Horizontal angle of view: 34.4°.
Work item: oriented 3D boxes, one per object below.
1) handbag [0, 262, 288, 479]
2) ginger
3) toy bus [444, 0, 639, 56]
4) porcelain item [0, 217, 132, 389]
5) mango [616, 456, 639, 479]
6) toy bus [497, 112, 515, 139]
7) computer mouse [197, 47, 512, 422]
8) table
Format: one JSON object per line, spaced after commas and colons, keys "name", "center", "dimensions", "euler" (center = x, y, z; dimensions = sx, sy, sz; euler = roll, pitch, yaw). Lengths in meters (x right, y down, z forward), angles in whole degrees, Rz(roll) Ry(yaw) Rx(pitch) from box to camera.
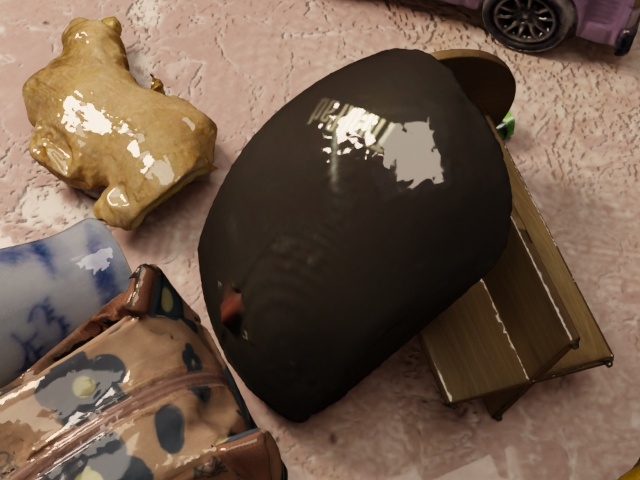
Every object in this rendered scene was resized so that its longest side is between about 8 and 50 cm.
{"name": "handbag", "center": [-0.146, 0.150, 0.620], "dimensions": [0.251, 0.193, 0.190], "euler": [-33, 70, -20]}
{"name": "ginger", "center": [-0.178, -0.104, 0.848], "dimensions": [0.137, 0.074, 0.213], "euler": [-30, 68, -28]}
{"name": "toy bus", "center": [0.095, -0.352, 0.899], "dimensions": [0.439, 0.249, 0.209], "euler": [17, 60, 9]}
{"name": "porcelain item", "center": [-0.257, 0.068, 0.709], "dimensions": [0.259, 0.141, 0.141], "euler": [-23, 62, -23]}
{"name": "mango", "center": [0.209, 0.248, 0.635], "dimensions": [0.137, 0.091, 0.237], "euler": [20, 60, 17]}
{"name": "toy bus", "center": [0.130, -0.118, 0.887], "dimensions": [0.037, 0.031, 0.083], "euler": [-34, 65, -12]}
{"name": "computer mouse", "center": [0.000, 0.000, 0.678], "dimensions": [0.100, 0.269, 0.170], "euler": [-4, 57, -40]}
{"name": "table", "center": [0.108, 0.004, 0.744], "dimensions": [0.167, 0.167, 0.227], "euler": [-17, 65, -11]}
